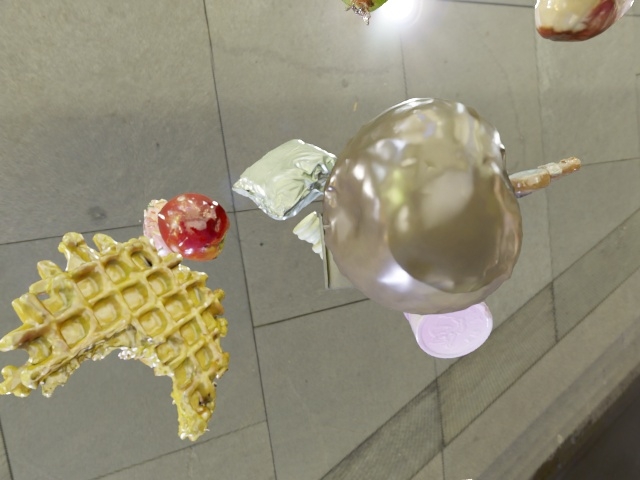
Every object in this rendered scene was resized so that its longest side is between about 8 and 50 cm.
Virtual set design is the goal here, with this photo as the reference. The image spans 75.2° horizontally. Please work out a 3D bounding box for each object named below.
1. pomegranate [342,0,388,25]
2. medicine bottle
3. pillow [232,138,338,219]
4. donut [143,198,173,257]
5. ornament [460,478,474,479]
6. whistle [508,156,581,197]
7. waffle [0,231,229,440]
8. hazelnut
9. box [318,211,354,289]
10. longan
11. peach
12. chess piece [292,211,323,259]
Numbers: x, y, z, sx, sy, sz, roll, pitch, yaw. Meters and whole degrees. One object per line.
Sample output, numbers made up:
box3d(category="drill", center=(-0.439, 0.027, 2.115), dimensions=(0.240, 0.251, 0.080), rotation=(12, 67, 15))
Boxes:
box3d(category="pomegranate", center=(0.179, -1.063, 1.731), dimensions=(0.291, 0.291, 0.323), rotation=(6, 105, -24))
box3d(category="medicine bottle", center=(0.335, 0.156, 1.216), dimensions=(0.212, 0.325, 0.212), rotation=(-2, 119, -5))
box3d(category="pillow", center=(-0.102, -0.189, 1.269), dimensions=(0.283, 0.310, 0.138), rotation=(-36, 130, -14))
box3d(category="donut", center=(-0.505, -0.021, 1.404), dimensions=(0.085, 0.233, 0.199), rotation=(-2, 73, 12))
box3d(category="ornament", center=(0.317, 0.641, 0.865), dimensions=(0.221, 0.235, 0.217), rotation=(53, 30, 11))
box3d(category="whistle", center=(0.532, -0.152, 1.008), dimensions=(0.220, 0.107, 0.057), rotation=(-20, 98, -12))
box3d(category="waffle", center=(-0.236, 0.110, 0.561), dimensions=(0.293, 0.069, 0.259), rotation=(34, 41, -36))
box3d(category="hazelnut", center=(0.693, -0.667, 1.130), dimensions=(0.261, 0.241, 0.261), rotation=(0, 94, -1))
box3d(category="box", center=(0.102, 0.020, 1.198), dimensions=(0.155, 0.149, 0.231), rotation=(2, 80, -40))
box3d(category="longan", center=(0.194, -0.056, 0.872), dimensions=(0.404, 0.404, 0.436), rotation=(-31, 107, -19))
box3d(category="peach", center=(-0.350, -0.039, 1.133), dimensions=(0.197, 0.197, 0.197), rotation=(-1, 93, -23))
box3d(category="chess piece", center=(0.000, 0.000, 2.047), dimensions=(0.144, 0.144, 0.251), rotation=(-46, 104, -15))
